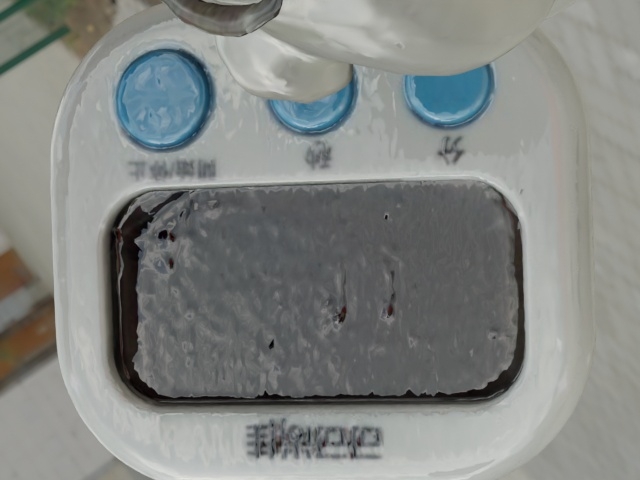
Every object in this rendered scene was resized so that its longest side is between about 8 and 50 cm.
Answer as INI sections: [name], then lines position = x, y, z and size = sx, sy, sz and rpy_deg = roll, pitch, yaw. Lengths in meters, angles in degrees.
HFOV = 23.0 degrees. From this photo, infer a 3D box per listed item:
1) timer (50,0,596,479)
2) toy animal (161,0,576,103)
[timer]
position = 0.000, 0.000, 0.761
size = 0.087, 0.262, 0.237
rpy_deg = -12, -79, -78
[toy animal]
position = 0.048, -0.177, 0.447
size = 0.325, 0.154, 0.209
rpy_deg = -34, 81, 48
